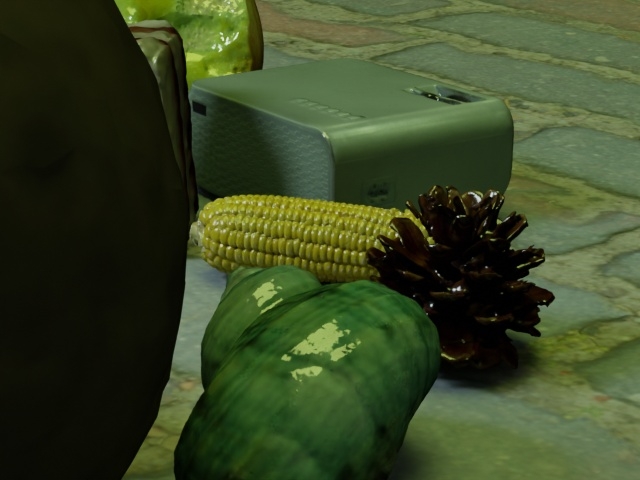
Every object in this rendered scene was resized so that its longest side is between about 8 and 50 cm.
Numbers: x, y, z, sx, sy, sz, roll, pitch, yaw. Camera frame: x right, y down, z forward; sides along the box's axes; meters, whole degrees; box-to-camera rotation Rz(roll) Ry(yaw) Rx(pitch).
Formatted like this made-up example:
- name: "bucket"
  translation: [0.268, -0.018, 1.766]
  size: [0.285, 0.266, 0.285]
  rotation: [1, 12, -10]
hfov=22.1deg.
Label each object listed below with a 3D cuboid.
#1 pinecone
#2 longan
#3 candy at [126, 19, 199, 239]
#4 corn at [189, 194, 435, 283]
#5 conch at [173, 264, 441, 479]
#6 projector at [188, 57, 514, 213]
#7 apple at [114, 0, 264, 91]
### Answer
- name: "pinecone"
  translation: [0.096, 0.025, 1.129]
  size: [0.140, 0.121, 0.140]
  rotation: [8, 18, -3]
- name: "longan"
  translation: [-0.278, -0.023, 0.792]
  size: [0.436, 0.404, 0.404]
  rotation: [34, 32, 19]
- name: "candy"
  translation: [-0.265, -0.089, 1.359]
  size: [0.320, 0.179, 0.135]
  rotation: [1, 18, 1]
- name: "corn"
  translation: [0.000, 0.000, 1.277]
  size: [0.206, 0.067, 0.067]
  rotation: [3, 19, 7]
- name: "conch"
  translation: [-0.012, 0.086, 0.955]
  size: [0.176, 0.122, 0.188]
  rotation: [-27, 19, -4]
- name: "projector"
  translation: [0.020, -0.084, 1.463]
  size: [0.198, 0.108, 0.250]
  rotation: [-13, 22, -33]
- name: "apple"
  translation: [-0.181, -0.205, 1.593]
  size: [0.246, 0.226, 0.246]
  rotation: [-15, 9, 2]
